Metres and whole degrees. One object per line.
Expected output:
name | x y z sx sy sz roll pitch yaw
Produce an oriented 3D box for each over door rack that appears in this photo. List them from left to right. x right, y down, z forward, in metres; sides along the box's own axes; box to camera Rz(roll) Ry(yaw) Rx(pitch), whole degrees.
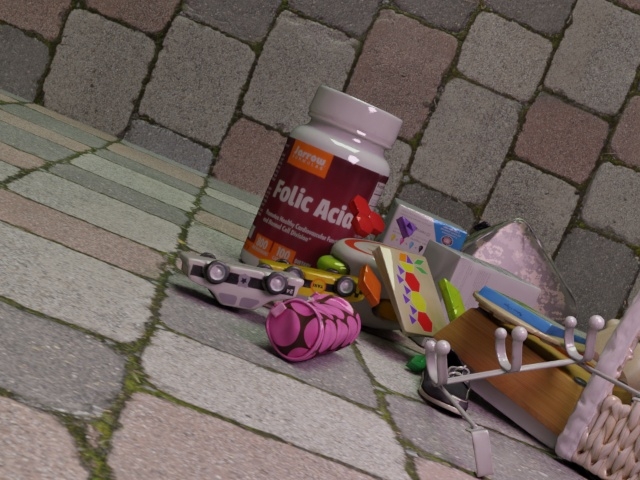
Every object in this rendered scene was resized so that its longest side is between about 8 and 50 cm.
over door rack | 0.283 0.181 1.326 0.239 0.108 0.324 -9 15 -3

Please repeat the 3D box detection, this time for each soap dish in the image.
soap dish | 0.358 0.224 1.643 0.228 0.118 0.291 13 19 -48

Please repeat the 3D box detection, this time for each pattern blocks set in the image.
pattern blocks set | 0.160 0.091 1.746 0.285 0.026 0.325 23 45 -40

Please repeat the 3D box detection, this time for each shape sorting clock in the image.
shape sorting clock | 0.338 0.133 1.595 0.206 0.040 0.206 28 5 -3

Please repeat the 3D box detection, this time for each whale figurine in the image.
whale figurine | 0.587 0.267 2.025 0.141 0.216 0.272 40 -29 -25

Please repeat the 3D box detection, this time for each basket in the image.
basket | 0.586 0.252 1.462 0.331 0.328 0.266 17 12 -48

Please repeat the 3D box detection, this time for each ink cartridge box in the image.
ink cartridge box | 0.203 0.047 2.244 0.171 0.233 0.168 23 7 -2

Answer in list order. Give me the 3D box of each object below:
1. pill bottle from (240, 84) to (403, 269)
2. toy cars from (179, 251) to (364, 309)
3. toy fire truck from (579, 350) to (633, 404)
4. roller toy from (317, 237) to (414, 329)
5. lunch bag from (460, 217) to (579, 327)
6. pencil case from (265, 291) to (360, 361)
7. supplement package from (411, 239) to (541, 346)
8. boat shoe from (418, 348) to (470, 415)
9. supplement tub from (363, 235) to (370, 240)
pill bottle | 0.008 -0.100 2.021 0.224 0.392 0.224 22 6 -2
toy cars | -0.073 0.082 1.614 0.176 0.087 0.393 14 4 33
toy fire truck | 0.537 0.283 1.879 0.192 0.135 0.047 23 6 3
roller toy | 0.104 0.089 1.897 0.209 0.146 0.191 17 12 17
lunch bag | 0.435 0.106 2.342 0.305 0.212 0.256 58 -8 2
pencil case | -0.012 0.121 1.439 0.098 0.095 0.209 60 12 10
supplement package | 0.294 0.133 2.004 0.203 0.194 0.149 21 7 -23
boat shoe | 0.196 0.213 1.527 0.075 0.065 0.206 26 7 -2
supplement tub | 0.000 0.000 2.315 0.199 0.144 0.144 27 7 32
